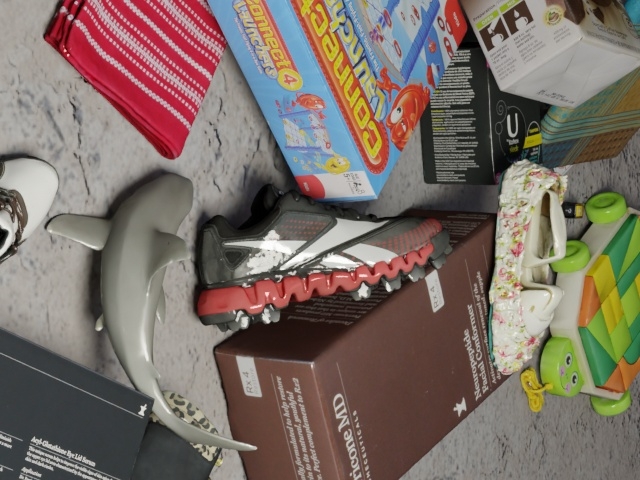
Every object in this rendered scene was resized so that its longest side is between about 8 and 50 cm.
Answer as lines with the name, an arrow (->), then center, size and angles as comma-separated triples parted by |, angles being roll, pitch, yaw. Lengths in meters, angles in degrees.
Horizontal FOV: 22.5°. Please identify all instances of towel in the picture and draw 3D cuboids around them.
towel -> -0.143, -0.237, 1.527 | 0.199, 0.031, 0.275 | 46, 57, -45
towel -> 0.400, -0.238, 1.987 | 0.271, 0.040, 0.370 | -10, 141, -52

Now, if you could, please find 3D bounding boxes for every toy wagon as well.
toy wagon -> 0.383, 0.111, 2.205 | 0.344, 0.068, 0.267 | -47, 127, -40

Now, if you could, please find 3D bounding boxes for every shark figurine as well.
shark figurine -> -0.143, 0.054, 1.439 | 0.166, 0.116, 0.278 | 11, 65, -47

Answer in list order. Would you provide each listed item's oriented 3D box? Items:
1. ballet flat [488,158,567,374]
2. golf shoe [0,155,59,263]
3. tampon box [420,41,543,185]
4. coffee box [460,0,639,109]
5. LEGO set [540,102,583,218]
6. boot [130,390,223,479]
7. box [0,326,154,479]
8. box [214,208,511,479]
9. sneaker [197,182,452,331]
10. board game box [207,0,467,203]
ballet flat -> 0.231, 0.031, 1.774 | 0.091, 0.077, 0.241 | -1, 93, -53
golf shoe -> -0.269, -0.010, 1.328 | 0.198, 0.094, 0.077 | -42, 123, -45
tampon box -> 0.190, -0.153, 1.905 | 0.120, 0.101, 0.161 | -17, 106, -51
coffee box -> 0.233, -0.312, 1.830 | 0.168, 0.119, 0.297 | 5, 58, -53
LEGO set -> 0.290, -0.107, 2.079 | 0.182, 0.060, 0.244 | -43, 126, -37
boot -> -0.133, 0.276, 1.533 | 0.236, 0.085, 0.179 | 58, 47, -36
box -> -0.276, 0.172, 1.324 | 0.261, 0.103, 0.184 | 34, 69, -48
box -> 0.068, 0.122, 1.741 | 0.381, 0.143, 0.191 | -35, 119, -44
sneaker -> 0.000, 0.000, 1.611 | 0.276, 0.097, 0.135 | -13, 90, -18
board game box -> 0.021, -0.250, 1.661 | 0.308, 0.086, 0.302 | 63, 39, -34
